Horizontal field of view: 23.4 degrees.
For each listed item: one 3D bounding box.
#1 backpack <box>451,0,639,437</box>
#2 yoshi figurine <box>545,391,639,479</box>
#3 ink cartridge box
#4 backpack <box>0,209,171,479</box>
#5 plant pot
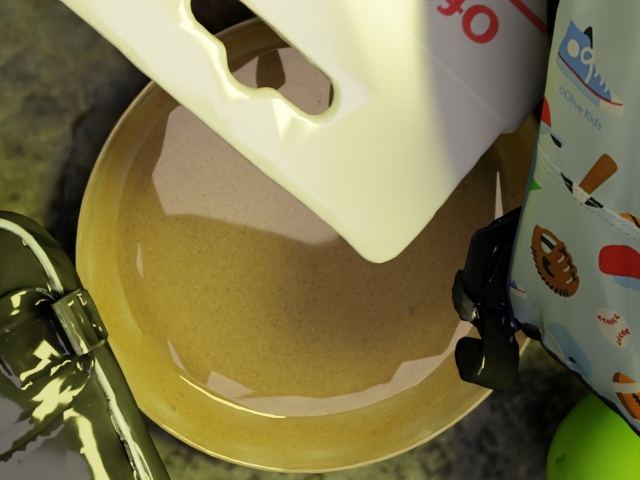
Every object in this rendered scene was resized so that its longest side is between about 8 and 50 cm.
[{"bbox_3d":[0.195,-0.055,0.566,0.276,0.213,0.263,-35,139,-23],"label":"backpack"},{"bbox_3d":[0.260,0.098,0.764,0.362,0.203,0.203,-28,96,1],"label":"yoshi figurine"},{"bbox_3d":[0.053,-0.190,0.625,0.207,0.119,0.353,40,89,-21],"label":"ink cartridge box"},{"bbox_3d":[-0.196,0.120,0.655,0.253,0.191,0.225,-25,95,-10],"label":"backpack"},{"bbox_3d":[0.000,0.000,0.749,0.236,0.032,0.236,-4,110,-10],"label":"plant pot"}]
